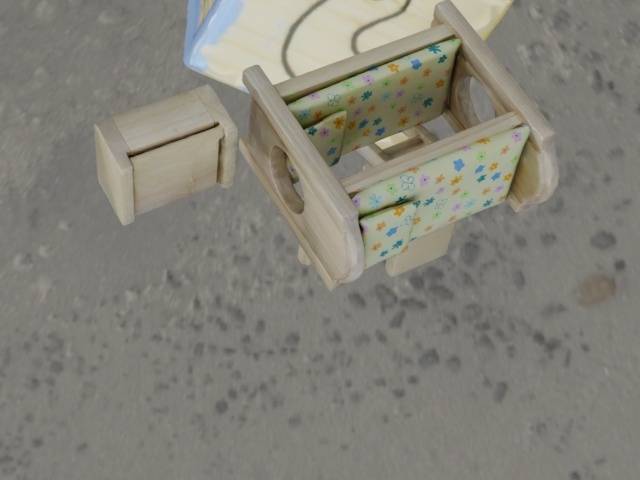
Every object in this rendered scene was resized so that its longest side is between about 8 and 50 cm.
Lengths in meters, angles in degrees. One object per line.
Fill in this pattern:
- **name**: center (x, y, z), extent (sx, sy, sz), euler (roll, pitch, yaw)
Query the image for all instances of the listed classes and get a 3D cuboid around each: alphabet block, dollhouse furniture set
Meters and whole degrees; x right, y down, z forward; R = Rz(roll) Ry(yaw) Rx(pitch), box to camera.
- **alphabet block**: center (0.019, -0.221, 1.059), extent (0.197, 0.193, 0.192), euler (20, 133, -19)
- **dollhouse furniture set**: center (0.000, 0.000, 0.631), extent (0.182, 0.101, 0.161), euler (-22, 151, -20)
